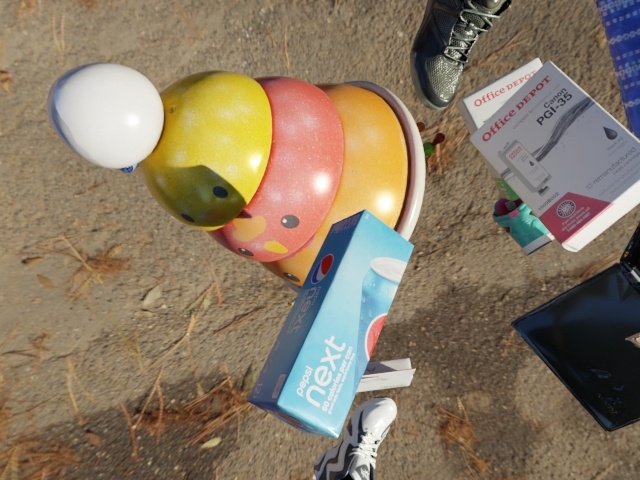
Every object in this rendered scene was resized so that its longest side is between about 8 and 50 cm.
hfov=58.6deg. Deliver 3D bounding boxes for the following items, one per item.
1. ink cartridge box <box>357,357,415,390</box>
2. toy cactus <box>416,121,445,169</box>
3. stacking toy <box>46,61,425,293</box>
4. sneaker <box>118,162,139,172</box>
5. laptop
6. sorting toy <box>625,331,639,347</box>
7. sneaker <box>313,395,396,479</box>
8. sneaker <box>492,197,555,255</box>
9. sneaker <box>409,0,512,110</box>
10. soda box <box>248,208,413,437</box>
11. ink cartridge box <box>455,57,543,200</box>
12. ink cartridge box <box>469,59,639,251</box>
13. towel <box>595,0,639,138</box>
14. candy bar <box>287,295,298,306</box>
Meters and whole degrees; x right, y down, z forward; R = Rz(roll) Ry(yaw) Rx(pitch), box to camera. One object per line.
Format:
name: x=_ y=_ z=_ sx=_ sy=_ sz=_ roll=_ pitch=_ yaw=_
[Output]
ink cartridge box: x=0.105 y=0.355 z=1.512 sx=0.274 sy=0.239 sz=0.060 roll=-7 pitch=65 yaw=1
toy cactus: x=0.149 y=-0.154 z=1.172 sx=0.219 sy=0.180 sz=0.112 roll=-30 pitch=82 yaw=-40
stacking toy: x=-0.124 y=-0.109 z=0.774 sx=0.479 sy=0.350 sz=0.351 roll=11 pitch=82 yaw=-42
sneaker: x=-0.517 y=-0.261 z=1.371 sx=0.232 sy=0.081 sz=0.090 roll=41 pitch=45 yaw=-9
laptop: x=0.725 y=0.165 z=1.310 sx=0.382 sy=0.236 sz=0.408 roll=47 pitch=63 yaw=-10
sorting toy: x=0.447 y=0.138 z=0.745 sx=0.083 sy=0.062 sz=0.012 roll=-9 pitch=122 yaw=-33
sneaker: x=0.090 y=0.442 z=1.168 sx=0.235 sy=0.153 sz=0.094 roll=-43 pitch=110 yaw=-3
sneaker: x=0.585 y=-0.053 z=1.659 sx=0.123 sy=0.295 sz=0.179 roll=-34 pitch=80 yaw=16
sneaker: x=0.208 y=-0.314 z=0.855 sx=0.087 sy=0.130 sz=0.228 roll=19 pitch=83 yaw=-24
soda box: x=0.015 y=0.077 z=0.558 sx=0.071 sy=0.067 sz=0.210 roll=35 pitch=63 yaw=-19
ink cartridge box: x=0.503 y=-0.277 z=1.441 sx=0.211 sy=0.121 sz=0.289 roll=-29 pitch=95 yaw=10
ink cartridge box: x=0.444 y=-0.154 z=1.047 sx=0.207 sy=0.117 sz=0.283 roll=-46 pitch=58 yaw=23
towel: x=0.373 y=-0.266 z=0.522 sx=0.040 sy=0.243 sz=0.336 roll=-44 pitch=114 yaw=-42
candy bar: x=-0.028 y=0.140 z=1.628 sx=0.161 sy=0.040 sz=0.018 roll=-35 pitch=96 yaw=-18
